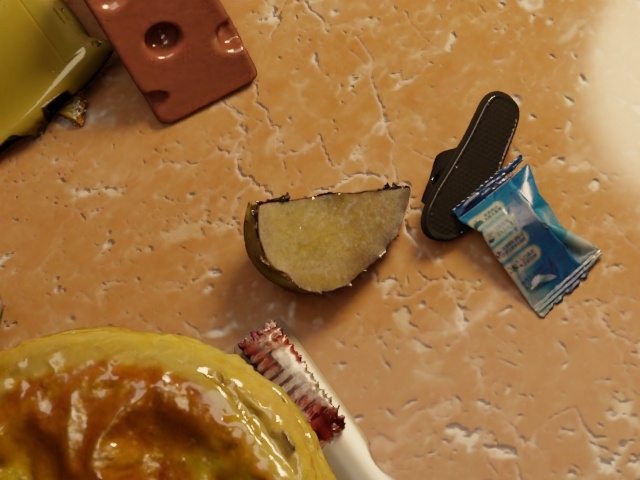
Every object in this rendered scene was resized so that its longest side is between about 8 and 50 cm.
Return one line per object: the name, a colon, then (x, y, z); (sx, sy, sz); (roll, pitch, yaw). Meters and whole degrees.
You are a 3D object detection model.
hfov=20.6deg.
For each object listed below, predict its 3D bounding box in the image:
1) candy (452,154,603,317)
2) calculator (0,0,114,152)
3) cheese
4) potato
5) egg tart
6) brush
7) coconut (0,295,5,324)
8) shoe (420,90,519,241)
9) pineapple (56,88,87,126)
candy: (0.202, -0.005, 1.687); (0.088, 0.038, 0.136); (-39, 85, -6)
calculator: (-0.337, -0.169, 1.825); (0.236, 0.033, 0.157); (-40, 67, 4)
cheese: (-0.169, -0.259, 1.805); (0.128, 0.203, 0.177); (-28, 38, 3)
potato: (0.000, 0.000, 1.712); (0.172, 0.089, 0.101); (-11, 89, -28)
egg tart: (-0.178, 0.295, 1.576); (0.443, 0.178, 0.443); (-2, 73, 7)
brush: (0.024, 0.205, 1.644); (0.060, 0.050, 0.321); (-34, 70, -7)
coconut: (-0.351, 0.071, 1.736); (0.083, 0.081, 0.082); (-28, 33, 14)
shoe: (0.141, -0.074, 1.717); (0.159, 0.062, 0.053); (-63, 30, 1)
pineapple: (-0.271, -0.154, 1.828); (0.083, 0.019, 0.045); (32, 82, 21)
